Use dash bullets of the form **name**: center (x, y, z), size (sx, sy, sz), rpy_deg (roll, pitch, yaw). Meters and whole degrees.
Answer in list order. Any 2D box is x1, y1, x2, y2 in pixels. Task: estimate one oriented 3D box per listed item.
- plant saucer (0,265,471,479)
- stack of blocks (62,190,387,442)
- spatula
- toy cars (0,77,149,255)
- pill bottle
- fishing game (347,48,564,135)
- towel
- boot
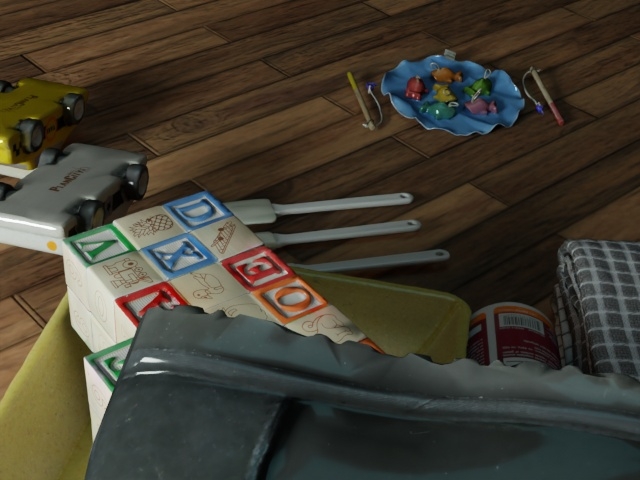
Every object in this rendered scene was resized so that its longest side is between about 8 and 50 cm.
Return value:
- **plant saucer**: center (-0.065, 0.145, 0.798), size (0.333, 0.081, 0.332), rpy_deg (9, 37, 6)
- **stack of blocks**: center (-0.075, 0.094, 0.724), size (0.171, 0.087, 0.297), rpy_deg (-21, 43, -30)
- **spatula**: center (0.000, 0.000, 1.061), size (0.242, 0.019, 0.168), rpy_deg (-5, 31, -14)
- **toy cars**: center (-0.276, -0.066, 1.031), size (0.177, 0.087, 0.394), rpy_deg (-8, 29, -26)
- **pill bottle**: center (0.155, 0.127, 0.841), size (0.086, 0.086, 0.152), rpy_deg (6, 36, 2)
- **fishing game**: center (0.171, -0.196, 1.328), size (0.264, 0.041, 0.189), rpy_deg (-1, 39, -8)
- **towel**: center (0.323, 0.108, 0.855), size (0.235, 0.121, 0.283), rpy_deg (3, 36, 0)
- **boot**: center (0.023, 0.266, 0.423), size (0.367, 0.146, 0.445), rpy_deg (8, 53, 9)
